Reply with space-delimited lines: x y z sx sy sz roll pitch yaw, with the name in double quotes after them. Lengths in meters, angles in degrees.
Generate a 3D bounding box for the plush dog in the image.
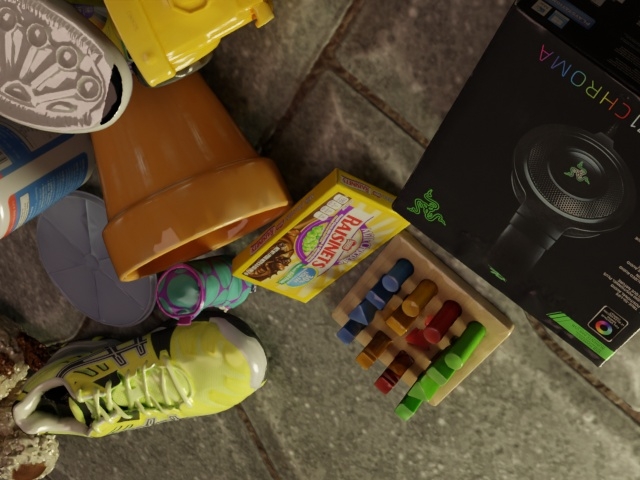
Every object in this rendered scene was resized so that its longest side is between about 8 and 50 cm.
-0.498 0.209 1.596 0.262 0.211 0.226 12 113 -7 "plush dog"

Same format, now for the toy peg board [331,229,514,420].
0.094 0.104 1.176 0.160 0.079 0.161 41 132 5 "toy peg board"

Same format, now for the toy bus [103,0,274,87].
-0.104 -0.263 1.032 0.211 0.220 0.150 -23 110 5 "toy bus"

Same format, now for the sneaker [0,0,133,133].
-0.298 -0.214 1.100 0.322 0.236 0.130 21 108 10 "sneaker"

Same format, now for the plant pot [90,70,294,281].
-0.158 -0.082 1.163 0.205 0.205 0.188 -27 86 41 "plant pot"

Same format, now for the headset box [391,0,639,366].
0.227 -0.061 0.932 0.246 0.131 0.283 38 141 7 "headset box"

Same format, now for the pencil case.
-0.132 0.055 1.247 0.064 0.151 0.070 -3 92 19 "pencil case"

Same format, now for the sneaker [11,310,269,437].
-0.234 0.196 1.397 0.384 0.147 0.145 -17 106 32 "sneaker"

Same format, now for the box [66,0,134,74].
-0.267 -0.229 1.233 0.179 0.043 0.105 14 124 29 "box"

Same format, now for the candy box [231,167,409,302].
0.000 0.000 1.174 0.105 0.027 0.206 21 140 -28 "candy box"

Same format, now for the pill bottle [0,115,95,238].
-0.338 -0.095 1.241 0.124 0.221 0.124 16 125 25 "pill bottle"

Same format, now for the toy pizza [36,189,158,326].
-0.289 0.022 1.410 0.201 0.032 0.201 17 125 26 "toy pizza"
